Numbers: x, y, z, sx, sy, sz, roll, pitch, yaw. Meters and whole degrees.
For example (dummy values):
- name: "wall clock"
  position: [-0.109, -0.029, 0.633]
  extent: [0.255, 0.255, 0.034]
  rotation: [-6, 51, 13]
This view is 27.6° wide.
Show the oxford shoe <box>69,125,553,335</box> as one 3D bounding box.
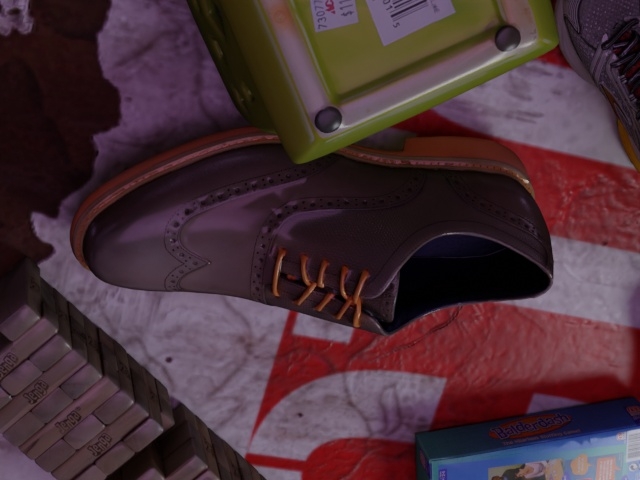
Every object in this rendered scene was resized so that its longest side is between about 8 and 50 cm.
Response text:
- name: "oxford shoe"
  position: [0.000, 0.000, 0.968]
  extent: [0.363, 0.133, 0.130]
  rotation: [-6, 133, -11]

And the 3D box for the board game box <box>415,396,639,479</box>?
- name: "board game box"
  position: [0.192, 0.235, 1.177]
  extent: [0.210, 0.047, 0.160]
  rotation: [-8, 115, -11]

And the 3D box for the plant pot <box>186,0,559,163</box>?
- name: "plant pot"
  position: [0.022, -0.194, 0.863]
  extent: [0.227, 0.207, 0.228]
  rotation: [-24, 115, -2]

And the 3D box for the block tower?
- name: "block tower"
  position: [-0.149, 0.167, 1.040]
  extent: [0.097, 0.091, 0.335]
  rotation: [-39, 115, 4]

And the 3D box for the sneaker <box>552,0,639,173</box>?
- name: "sneaker"
  position: [0.261, -0.125, 1.014]
  extent: [0.088, 0.093, 0.225]
  rotation: [-38, 116, 4]
